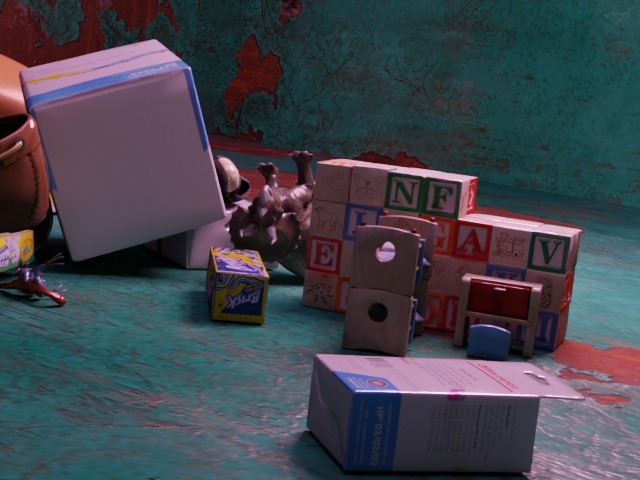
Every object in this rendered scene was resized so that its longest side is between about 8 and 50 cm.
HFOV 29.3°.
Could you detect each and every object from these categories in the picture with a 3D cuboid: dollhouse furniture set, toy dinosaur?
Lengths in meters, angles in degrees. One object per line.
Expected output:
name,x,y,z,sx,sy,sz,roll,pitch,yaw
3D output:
dollhouse furniture set,0.132,0.049,1.256,0.184,0.128,0.129,8,8,12
toy dinosaur,-0.019,-0.012,1.572,0.121,0.160,0.313,-7,-26,35
toy dinosaur,-0.300,0.053,1.293,0.090,0.047,0.082,-32,29,-4

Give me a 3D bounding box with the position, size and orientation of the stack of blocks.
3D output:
stack of blocks,0.138,0.010,1.392,0.297,0.171,0.087,10,9,19

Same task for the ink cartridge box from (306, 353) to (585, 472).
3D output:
ink cartridge box,0.092,0.128,0.912,0.181,0.061,0.104,4,9,-16

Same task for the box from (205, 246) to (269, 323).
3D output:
box,-0.094,0.048,1.360,0.059,0.054,0.169,6,8,-8

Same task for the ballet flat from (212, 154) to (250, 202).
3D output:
ballet flat,-0.114,-0.081,1.566,0.049,0.057,0.173,-11,-2,-5

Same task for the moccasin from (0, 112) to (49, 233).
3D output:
moccasin,-0.460,-0.046,1.206,0.380,0.147,0.139,-12,35,-16

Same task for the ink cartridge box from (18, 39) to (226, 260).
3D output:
ink cartridge box,-0.259,-0.126,1.556,0.197,0.198,0.270,-16,21,-12

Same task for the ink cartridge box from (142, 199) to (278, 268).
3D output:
ink cartridge box,-0.156,-0.018,1.669,0.140,0.082,0.191,1,12,-30

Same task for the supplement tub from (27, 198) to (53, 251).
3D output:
supplement tub,-0.397,-0.040,1.564,0.106,0.106,0.198,4,7,-14

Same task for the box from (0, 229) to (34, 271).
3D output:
box,-0.396,0.018,1.334,0.105,0.043,0.179,-1,5,12

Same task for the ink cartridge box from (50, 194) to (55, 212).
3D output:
ink cartridge box,-0.550,-0.091,1.939,0.304,0.072,0.307,11,7,24

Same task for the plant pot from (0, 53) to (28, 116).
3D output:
plant pot,-0.523,-0.162,1.707,0.204,0.290,0.291,8,7,-22
